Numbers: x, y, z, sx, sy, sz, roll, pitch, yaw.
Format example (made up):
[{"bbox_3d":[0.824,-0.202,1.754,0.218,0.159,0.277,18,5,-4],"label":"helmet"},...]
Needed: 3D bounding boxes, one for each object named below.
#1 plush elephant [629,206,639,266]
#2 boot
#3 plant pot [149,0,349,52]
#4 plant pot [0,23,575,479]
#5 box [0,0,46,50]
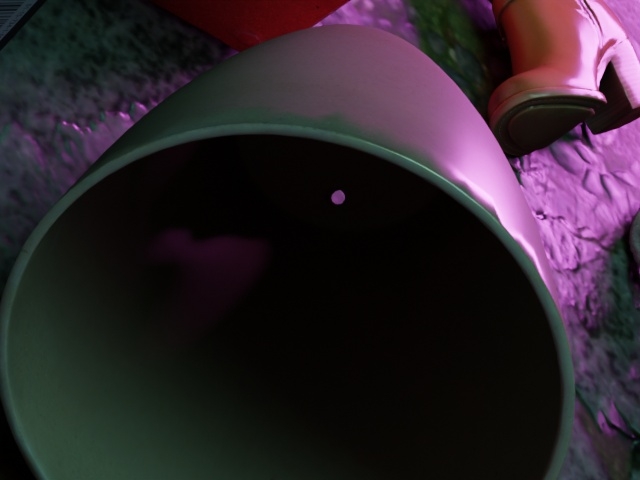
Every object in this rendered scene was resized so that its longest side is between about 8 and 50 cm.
[{"bbox_3d":[0.364,0.006,1.253,0.272,0.330,0.255,39,63,7],"label":"plush elephant"},{"bbox_3d":[0.139,-0.140,1.278,0.197,0.073,0.152,-11,70,-58],"label":"boot"},{"bbox_3d":[-0.036,-0.268,1.088,0.267,0.267,0.235,29,59,-24],"label":"plant pot"},{"bbox_3d":[0.000,0.000,0.948,0.256,0.256,0.274,39,27,-13],"label":"plant pot"},{"bbox_3d":[-0.183,-0.202,0.898,0.163,0.247,0.142,-7,68,-45],"label":"box"}]
